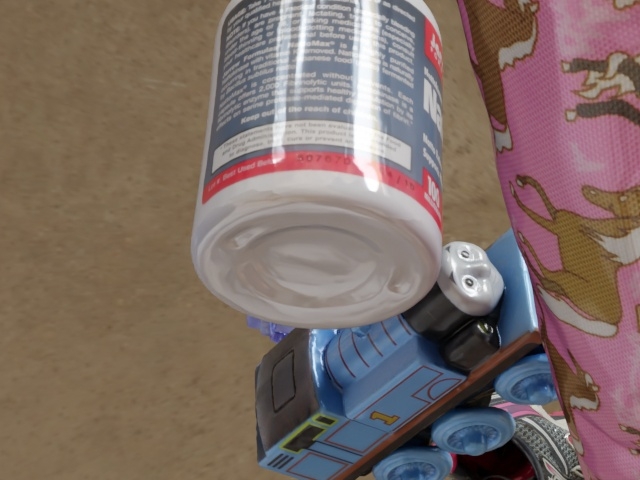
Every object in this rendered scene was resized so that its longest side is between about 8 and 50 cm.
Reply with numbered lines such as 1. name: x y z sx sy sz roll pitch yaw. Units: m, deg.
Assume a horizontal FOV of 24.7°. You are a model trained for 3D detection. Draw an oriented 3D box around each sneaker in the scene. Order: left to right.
1. sneaker: 0.183 0.200 1.215 0.299 0.112 0.121 32 117 -27

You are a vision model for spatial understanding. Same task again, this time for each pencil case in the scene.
1. pencil case: 0.144 -0.036 0.525 0.167 0.160 0.386 -19 126 -2

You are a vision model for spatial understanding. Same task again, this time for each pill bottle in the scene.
1. pill bottle: 0.002 -0.062 0.657 0.107 0.108 0.180 -4 56 11

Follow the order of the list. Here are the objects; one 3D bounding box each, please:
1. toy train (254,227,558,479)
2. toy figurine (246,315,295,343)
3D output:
1. toy train: 0.048 0.063 0.724 0.184 0.105 0.080 -42 40 39
2. toy figurine: 0.000 0.000 1.463 0.191 0.363 0.217 16 50 13
